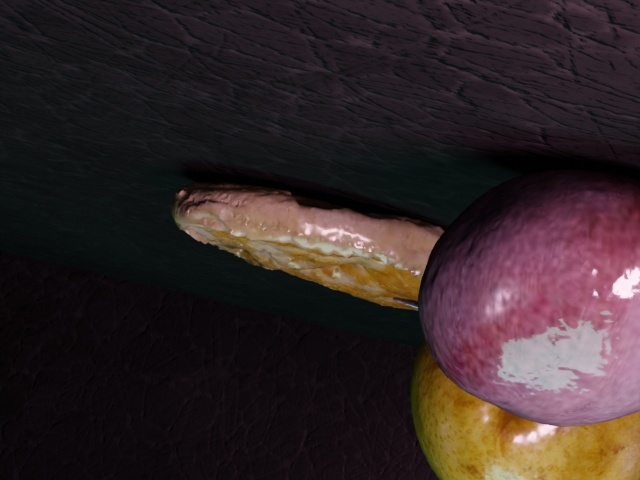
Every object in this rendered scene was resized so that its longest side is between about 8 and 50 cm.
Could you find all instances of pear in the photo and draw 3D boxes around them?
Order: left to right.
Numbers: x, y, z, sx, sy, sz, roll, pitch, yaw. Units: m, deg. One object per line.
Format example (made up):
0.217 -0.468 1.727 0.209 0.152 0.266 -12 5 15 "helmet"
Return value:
0.239 0.187 1.856 0.303 0.304 0.304 14 173 2 "pear"

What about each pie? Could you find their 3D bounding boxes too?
0.000 0.001 1.753 0.339 0.077 0.339 17 172 3 "pie"

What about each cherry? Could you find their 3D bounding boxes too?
0.183 0.041 1.204 0.213 0.184 0.266 2 166 -24 "cherry"
